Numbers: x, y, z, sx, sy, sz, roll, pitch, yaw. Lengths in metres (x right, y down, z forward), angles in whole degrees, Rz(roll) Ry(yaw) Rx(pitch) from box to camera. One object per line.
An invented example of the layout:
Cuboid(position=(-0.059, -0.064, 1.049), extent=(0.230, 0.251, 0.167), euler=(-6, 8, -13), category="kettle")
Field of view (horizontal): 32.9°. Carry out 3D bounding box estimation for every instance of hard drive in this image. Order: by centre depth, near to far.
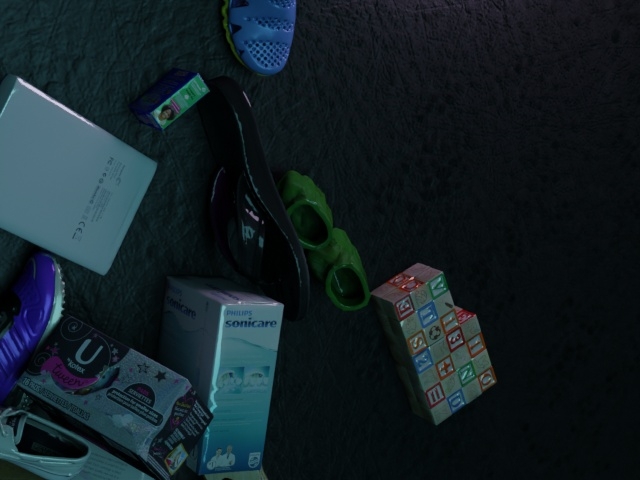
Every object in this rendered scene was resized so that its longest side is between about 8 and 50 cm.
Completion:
Cuboid(position=(-0.410, -0.094, 1.695), extent=(0.318, 0.040, 0.210), euler=(33, 79, -51), category="hard drive")

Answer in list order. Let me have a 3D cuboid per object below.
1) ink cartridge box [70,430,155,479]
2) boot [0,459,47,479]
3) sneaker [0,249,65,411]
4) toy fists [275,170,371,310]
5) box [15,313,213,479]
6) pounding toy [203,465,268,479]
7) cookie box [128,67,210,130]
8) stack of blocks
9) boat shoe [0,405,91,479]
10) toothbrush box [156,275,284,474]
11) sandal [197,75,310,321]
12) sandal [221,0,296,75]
Cuboid(position=(-0.349, 0.392, 1.831), extent=(0.093, 0.154, 0.212), euler=(-4, 107, -69), category="ink cartridge box")
Cuboid(position=(-0.568, 0.338, 1.685), extent=(0.305, 0.115, 0.112), euler=(9, 137, -19), category="boot")
Cuboid(position=(-0.508, 0.150, 1.719), extent=(0.146, 0.102, 0.293), euler=(16, 92, -33), category="sneaker")
Cuboid(position=(0.000, 0.000, 1.978), extent=(0.096, 0.142, 0.279), euler=(-27, 118, 11), category="toy fists")
Cuboid(position=(-0.319, 0.248, 1.704), extent=(0.142, 0.247, 0.163), euler=(-57, 156, -21), category="box")
Cuboid(position=(-0.157, 0.504, 2.037), extent=(0.154, 0.155, 0.270), euler=(-17, 102, 3), category="pounding toy")
Cuboid(position=(-0.250, -0.235, 1.795), extent=(0.107, 0.092, 0.040), euler=(-43, 122, -16), category="cookie box")
Cuboid(position=(0.231, 0.199, 2.193), extent=(0.171, 0.087, 0.297), euler=(-31, 115, -22), category="stack of blocks")
Cuboid(position=(-0.474, 0.290, 1.658), extent=(0.258, 0.084, 0.095), euler=(21, 48, -22), category="boat shoe")
Cuboid(position=(-0.186, 0.224, 1.867), extent=(0.126, 0.216, 0.296), euler=(2, 99, -33), category="toothbrush box")
Cuboid(position=(-0.140, -0.057, 1.868), extent=(0.107, 0.167, 0.446), euler=(-26, 104, -28), category="sandal")
Cuboid(position=(-0.084, -0.435, 1.826), extent=(0.126, 0.138, 0.317), euler=(-7, 106, -32), category="sandal")
